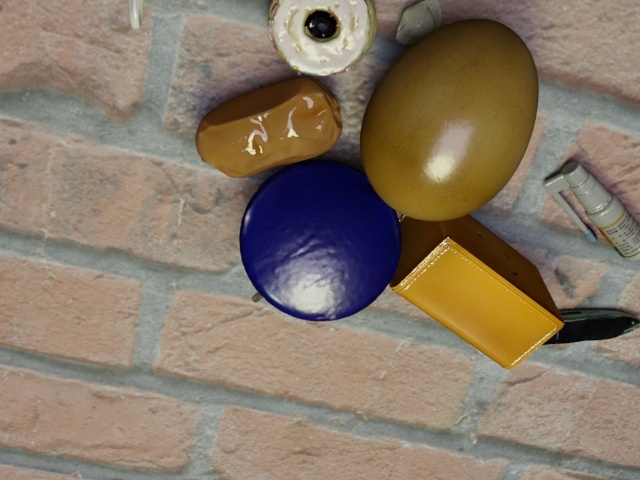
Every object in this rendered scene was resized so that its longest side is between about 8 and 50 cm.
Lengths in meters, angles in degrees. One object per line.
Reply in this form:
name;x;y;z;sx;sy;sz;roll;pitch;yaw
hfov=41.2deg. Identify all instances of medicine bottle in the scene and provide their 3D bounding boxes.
medicine bottle;0.489;-0.047;1.506;0.092;0.061;0.221;-31;116;33

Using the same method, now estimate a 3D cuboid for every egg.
egg;0.199;-0.183;1.305;0.250;0.250;0.322;25;108;-16

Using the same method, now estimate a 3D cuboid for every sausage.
sausage;-0.084;-0.175;1.361;0.241;0.120;0.136;-14;131;10

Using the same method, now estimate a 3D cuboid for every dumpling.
dumpling;0.156;-0.344;1.341;0.052;0.057;0.076;19;90;26

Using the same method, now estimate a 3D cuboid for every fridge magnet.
fridge magnet;0.000;0.000;1.391;0.266;0.113;0.265;0;88;-7

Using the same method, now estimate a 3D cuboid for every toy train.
toy train;0.487;0.161;1.620;0.252;0.048;0.055;-3;113;-8

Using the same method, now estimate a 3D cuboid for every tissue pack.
tissue pack;0.257;0.066;1.476;0.274;0.194;0.145;36;114;-19

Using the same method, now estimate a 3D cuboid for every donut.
donut;0.002;-0.340;1.316;0.175;0.068;0.174;0;116;-1

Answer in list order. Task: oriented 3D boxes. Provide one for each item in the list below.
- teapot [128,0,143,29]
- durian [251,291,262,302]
teapot;-0.269;-0.424;1.241;0.145;0.092;0.226;1;119;-1
durian;-0.052;0.039;1.491;0.148;0.091;0.188;44;88;-9
